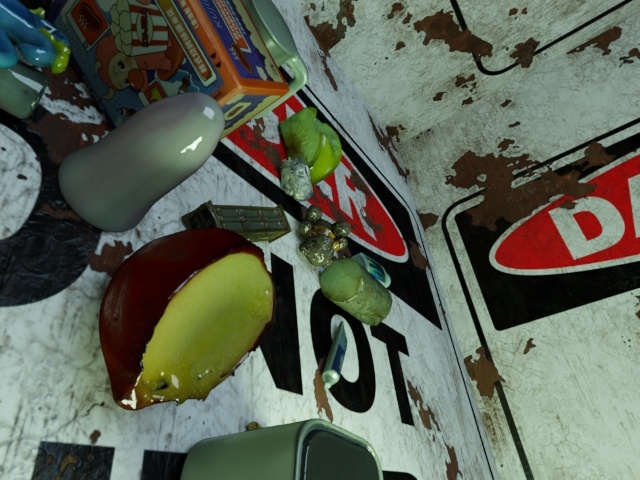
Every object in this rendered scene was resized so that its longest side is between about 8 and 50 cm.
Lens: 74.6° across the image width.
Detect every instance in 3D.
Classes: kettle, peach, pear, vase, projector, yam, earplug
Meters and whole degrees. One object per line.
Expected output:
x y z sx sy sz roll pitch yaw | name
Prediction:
-0.229 -0.483 1.154 0.265 0.318 0.205 63 23 0 | kettle
-0.240 0.121 0.710 0.362 0.201 0.258 -46 140 -50 | peach
-0.007 -0.355 1.650 0.281 0.176 0.287 18 52 -60 | pear
-0.540 -0.274 0.627 0.214 0.086 0.086 29 42 -45 | vase
-0.060 0.445 0.666 0.248 0.249 0.249 43 36 -39 | projector
0.131 0.179 1.430 0.268 0.161 0.161 42 33 -43 | yam
-0.290 -0.153 0.733 0.172 0.301 0.172 43 32 -36 | earplug

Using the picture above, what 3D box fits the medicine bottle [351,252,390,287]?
0.211 0.138 1.707 0.229 0.083 0.121 29 40 -50 | medicine bottle

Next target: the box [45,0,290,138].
-0.313 -0.391 0.895 0.349 0.318 0.257 62 26 -7 | box

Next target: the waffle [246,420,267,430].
-0.122 0.415 0.867 0.085 0.016 0.078 32 44 -49 | waffle

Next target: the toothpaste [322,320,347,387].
0.049 0.341 1.245 0.069 0.047 0.268 46 24 -8 | toothpaste

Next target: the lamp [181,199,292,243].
-0.197 -0.040 1.067 0.325 0.090 0.089 -5 70 -65 | lamp

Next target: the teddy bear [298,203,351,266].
0.000 0.000 1.390 0.177 0.140 0.190 27 44 -10 | teddy bear

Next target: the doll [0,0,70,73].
-0.543 -0.392 0.614 0.341 0.099 0.346 17 34 -54 | doll

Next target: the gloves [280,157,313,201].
-0.082 -0.209 1.452 0.114 0.070 0.153 -3 76 -37 | gloves
